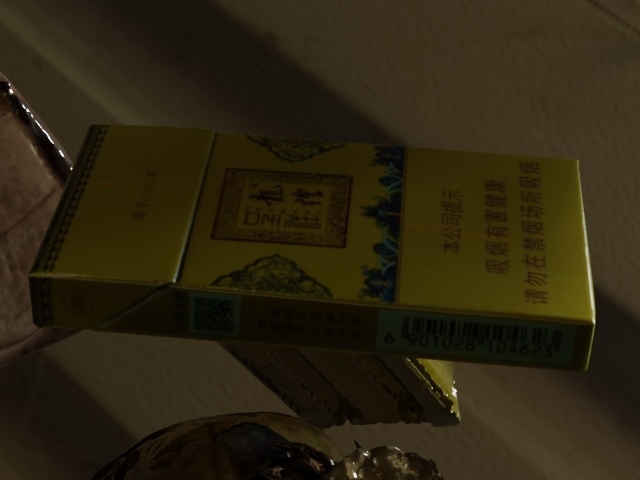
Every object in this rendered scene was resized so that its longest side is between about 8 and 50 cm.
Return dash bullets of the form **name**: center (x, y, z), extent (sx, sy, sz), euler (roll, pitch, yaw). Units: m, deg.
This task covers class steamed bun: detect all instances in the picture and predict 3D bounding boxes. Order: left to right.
- **steamed bun**: center (-0.368, -0.019, 1.565), extent (0.251, 0.301, 0.199), euler (-33, -153, -26)

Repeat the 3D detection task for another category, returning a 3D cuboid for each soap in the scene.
- **soap**: center (0.016, 0.069, 1.184), extent (0.135, 0.233, 0.076), euler (-4, -118, 21)

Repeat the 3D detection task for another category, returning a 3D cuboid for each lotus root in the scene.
- **lotus root**: center (-0.065, 0.180, 0.782), extent (0.314, 0.141, 0.169), euler (-37, -131, 46)

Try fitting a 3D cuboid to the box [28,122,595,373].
- **box**: center (0.001, 0.000, 0.849), extent (0.279, 0.041, 0.153), euler (5, -145, 2)
